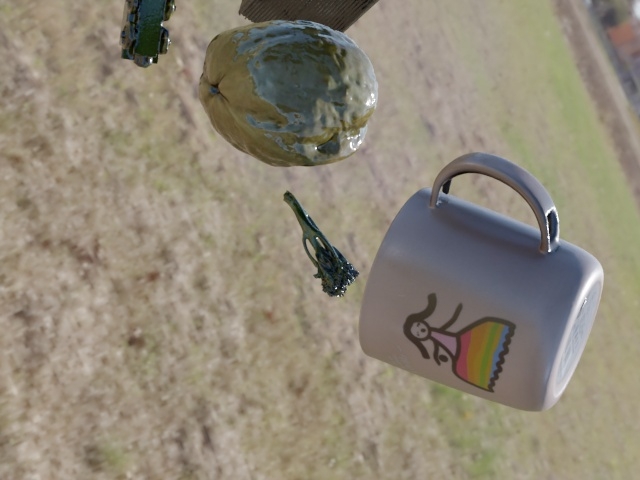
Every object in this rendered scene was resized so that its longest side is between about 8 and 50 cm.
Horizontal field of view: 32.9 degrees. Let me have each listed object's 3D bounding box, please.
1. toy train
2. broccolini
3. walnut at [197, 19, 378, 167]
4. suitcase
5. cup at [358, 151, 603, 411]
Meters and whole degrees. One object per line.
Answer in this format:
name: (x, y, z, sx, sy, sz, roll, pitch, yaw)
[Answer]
toy train: (-0.311, -0.422, 1.928, 0.137, 0.090, 0.225, -150, -111, -65)
broccolini: (-0.011, 0.007, 1.796, 0.201, 0.058, 0.074, 52, 17, 19)
walnut: (-0.049, -0.224, 1.682, 0.283, 0.227, 0.283, 19, 42, -18)
suitcase: (0.001, -0.577, 2.400, 0.229, 0.335, 0.152, 32, 49, -21)
cup: (0.175, 0.038, 1.103, 0.191, 0.200, 0.253, -36, 140, -53)
